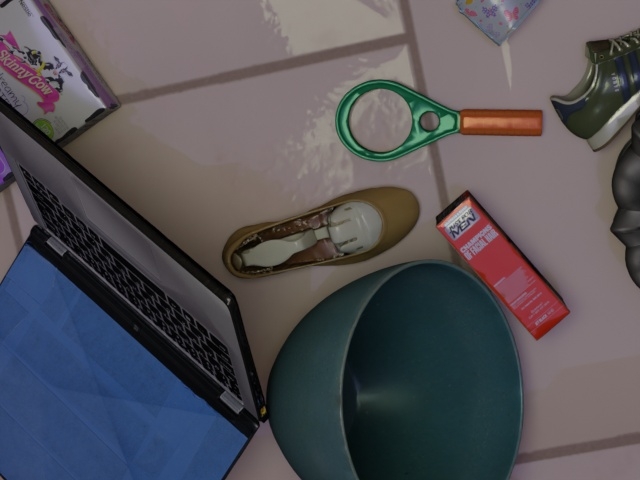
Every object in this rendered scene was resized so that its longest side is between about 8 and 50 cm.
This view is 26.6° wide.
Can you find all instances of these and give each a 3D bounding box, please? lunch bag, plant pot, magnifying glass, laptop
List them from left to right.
[{"bbox_3d":[-0.271,0.123,1.429,0.382,0.408,0.236,38,68,24],"label":"laptop"},{"bbox_3d":[0.055,0.172,1.465,0.195,0.290,0.290,-7,99,45],"label":"plant pot"},{"bbox_3d":[0.132,-0.133,1.519,0.231,0.026,0.092,2,98,8],"label":"magnifying glass"},{"bbox_3d":[0.196,-0.265,1.477,0.071,0.053,0.083,40,90,-3],"label":"lunch bag"}]

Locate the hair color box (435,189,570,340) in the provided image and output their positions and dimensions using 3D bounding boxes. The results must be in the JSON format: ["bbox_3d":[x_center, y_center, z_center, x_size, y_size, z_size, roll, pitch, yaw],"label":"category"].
[{"bbox_3d":[0.200,0.025,1.497,0.053,0.093,0.167,-42,92,9],"label":"hair color box"}]

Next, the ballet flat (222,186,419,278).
[{"bbox_3d":[0.000,0.000,1.524,0.232,0.073,0.080,-18,96,8],"label":"ballet flat"}]

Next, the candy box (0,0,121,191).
[{"bbox_3d":[-0.356,-0.165,1.540,0.196,0.070,0.165,-34,93,10],"label":"candy box"}]

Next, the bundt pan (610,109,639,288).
[{"bbox_3d":[0.448,-0.036,1.393,0.330,0.124,0.331,4,100,26],"label":"bundt pan"}]

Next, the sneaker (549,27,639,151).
[{"bbox_3d":[0.327,-0.194,1.465,0.086,0.064,0.192,37,103,-5],"label":"sneaker"}]
